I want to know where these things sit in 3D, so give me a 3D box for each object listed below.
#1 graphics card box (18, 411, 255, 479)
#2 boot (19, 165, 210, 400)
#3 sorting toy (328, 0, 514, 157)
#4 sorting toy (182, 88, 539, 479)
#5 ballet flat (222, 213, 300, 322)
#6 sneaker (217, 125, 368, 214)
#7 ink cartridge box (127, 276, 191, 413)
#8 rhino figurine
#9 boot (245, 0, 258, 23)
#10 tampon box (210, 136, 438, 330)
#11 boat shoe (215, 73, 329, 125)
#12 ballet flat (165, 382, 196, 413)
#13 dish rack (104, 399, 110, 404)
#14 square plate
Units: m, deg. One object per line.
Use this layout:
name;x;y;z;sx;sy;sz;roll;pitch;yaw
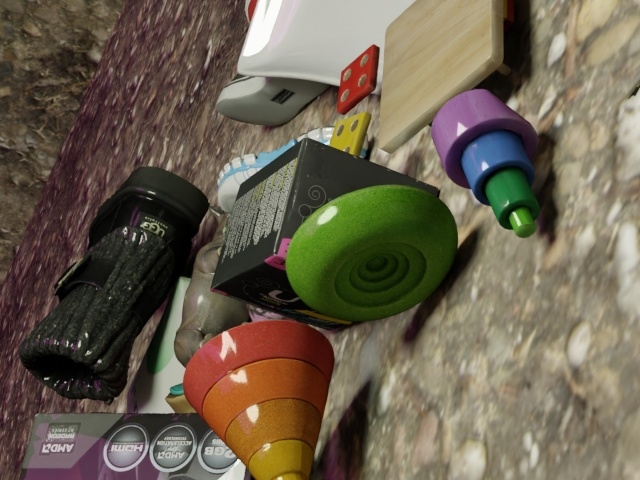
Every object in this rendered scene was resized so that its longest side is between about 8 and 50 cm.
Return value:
graphics card box;-0.158;0.323;1.144;0.233;0.094;0.371;-3;60;26
boot;-0.256;0.076;1.702;0.348;0.131;0.260;125;169;-68
sorting toy;0.099;-0.138;1.091;0.274;0.046;0.132;-38;35;42
sorting toy;0.035;0.063;0.995;0.365;0.127;0.126;-49;39;30
ballet flat;-0.056;0.030;1.385;0.221;0.077;0.079;-106;19;-61
sneaker;-0.032;-0.043;1.332;0.190;0.071;0.083;-21;64;46
ink cartridge box;-0.163;0.174;1.578;0.225;0.056;0.181;-100;33;-60
rhino figurine;-0.098;0.034;1.491;0.106;0.073;0.243;-37;36;56
boot;-0.018;-0.328;1.605;0.176;0.088;0.244;-113;36;-64
tampon box;0.000;0.000;1.147;0.161;0.120;0.101;153;134;-66
boat shoe;-0.044;-0.182;1.556;0.219;0.078;0.070;-19;54;58
ballet flat;-0.094;0.160;1.354;0.232;0.080;0.073;151;106;-68
dish rack;-0.291;0.073;2.040;0.271;0.074;0.208;-64;20;16
square plate;0.056;-0.303;1.333;0.347;0.049;0.344;20;91;62
